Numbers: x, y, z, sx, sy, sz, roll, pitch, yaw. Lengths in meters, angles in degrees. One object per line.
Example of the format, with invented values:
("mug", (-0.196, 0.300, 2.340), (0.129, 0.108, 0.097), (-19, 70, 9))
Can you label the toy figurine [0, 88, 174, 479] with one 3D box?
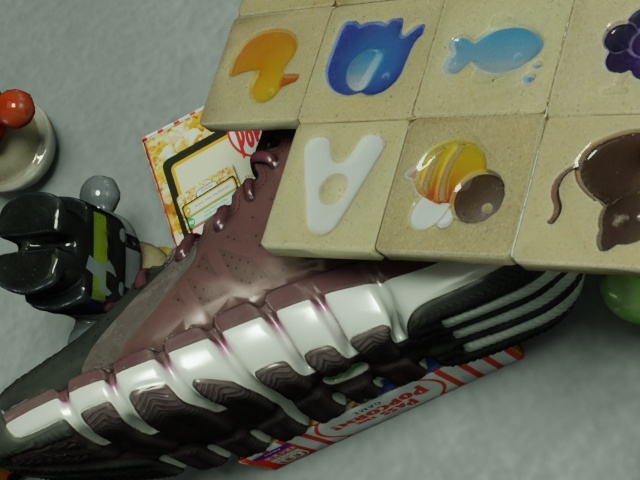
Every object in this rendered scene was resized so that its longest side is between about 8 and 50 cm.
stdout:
("toy figurine", (-0.202, 0.023, 0.658), (0.209, 0.148, 0.213), (40, 92, 23))

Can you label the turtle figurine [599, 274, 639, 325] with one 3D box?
("turtle figurine", (0.217, 0.016, 0.407), (0.266, 0.275, 0.197), (-26, 100, 39))

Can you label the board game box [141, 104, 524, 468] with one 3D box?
("board game box", (0.000, 0.000, 0.619), (0.147, 0.045, 0.193), (-26, 66, 16))

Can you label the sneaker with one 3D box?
("sneaker", (-0.032, 0.003, 0.559), (0.281, 0.106, 0.162), (-20, 62, 8))

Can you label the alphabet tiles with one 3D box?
("alphabet tiles", (0.092, -0.147, 0.480), (0.285, 0.011, 0.342), (2, 67, 37))
